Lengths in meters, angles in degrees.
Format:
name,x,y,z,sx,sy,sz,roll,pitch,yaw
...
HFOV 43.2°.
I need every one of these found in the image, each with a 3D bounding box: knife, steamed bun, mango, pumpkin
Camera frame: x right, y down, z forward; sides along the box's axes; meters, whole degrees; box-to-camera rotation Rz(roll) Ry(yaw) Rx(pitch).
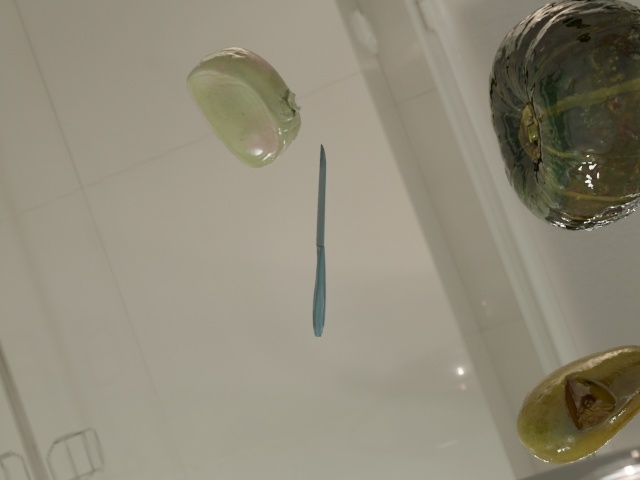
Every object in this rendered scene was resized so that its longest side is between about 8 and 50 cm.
name,x,y,z,sx,sy,sz,roll,pitch,yaw
knife,0.000,0.000,1.310,0.019,0.313,0.044,2,-178,-15
steamed bun,-0.132,-0.275,1.580,0.152,0.239,0.170,-26,-163,35
mango,0.438,0.260,1.313,0.262,0.130,0.167,-39,-179,6
pumpkin,0.305,-0.143,0.898,0.189,0.260,0.260,-14,177,-7
